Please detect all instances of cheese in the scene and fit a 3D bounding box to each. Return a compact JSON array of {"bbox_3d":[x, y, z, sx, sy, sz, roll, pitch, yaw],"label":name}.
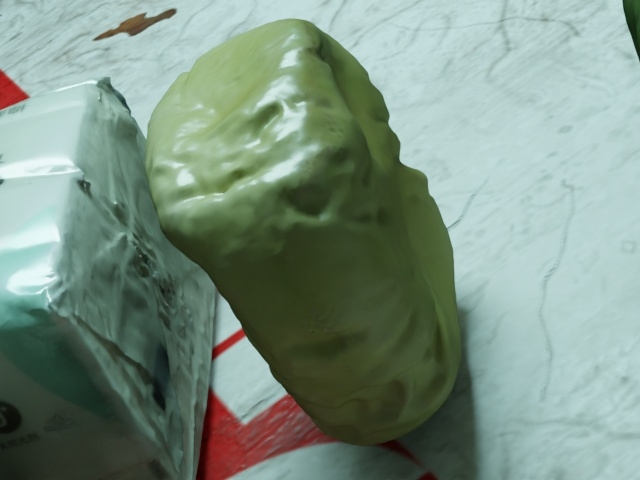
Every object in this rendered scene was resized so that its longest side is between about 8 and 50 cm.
[{"bbox_3d":[0.000,0.000,0.895,0.117,0.214,0.226,-26,35,13],"label":"cheese"}]

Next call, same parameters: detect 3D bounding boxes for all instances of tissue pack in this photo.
[{"bbox_3d":[-0.258,0.077,1.010,0.357,0.193,0.266,-21,31,13],"label":"tissue pack"}]

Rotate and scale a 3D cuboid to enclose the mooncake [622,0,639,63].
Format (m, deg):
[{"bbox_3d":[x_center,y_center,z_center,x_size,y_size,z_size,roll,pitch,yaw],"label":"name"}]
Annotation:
[{"bbox_3d":[0.319,-0.136,0.867,0.351,0.187,0.351,-20,35,14],"label":"mooncake"}]
